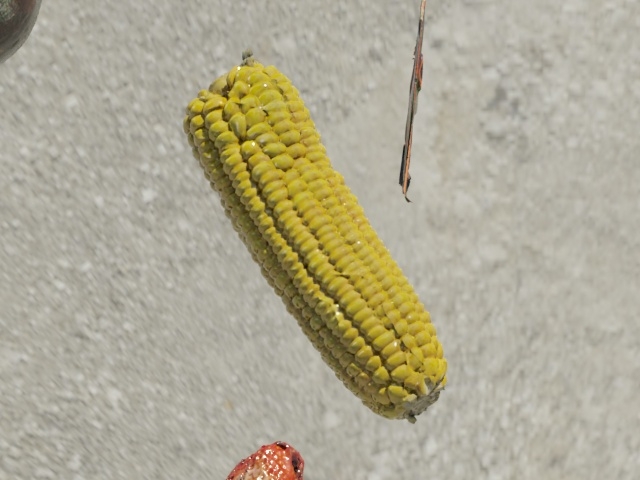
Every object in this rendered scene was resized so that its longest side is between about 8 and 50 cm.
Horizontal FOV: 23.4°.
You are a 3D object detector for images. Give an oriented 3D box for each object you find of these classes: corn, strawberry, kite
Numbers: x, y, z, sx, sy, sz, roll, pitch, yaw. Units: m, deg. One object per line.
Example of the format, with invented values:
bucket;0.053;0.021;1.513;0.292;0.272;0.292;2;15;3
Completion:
corn;-0.004;0.002;1.182;0.102;0.102;0.313;-29;74;-5
strawberry;-0.053;0.239;1.484;0.083;0.083;0.096;34;75;18
kite;0.103;-0.155;1.658;0.016;0.321;0.233;7;113;1

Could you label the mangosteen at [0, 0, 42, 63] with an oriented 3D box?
mangosteen;-0.464;-0.329;1.848;0.288;0.288;0.288;-2;69;6
